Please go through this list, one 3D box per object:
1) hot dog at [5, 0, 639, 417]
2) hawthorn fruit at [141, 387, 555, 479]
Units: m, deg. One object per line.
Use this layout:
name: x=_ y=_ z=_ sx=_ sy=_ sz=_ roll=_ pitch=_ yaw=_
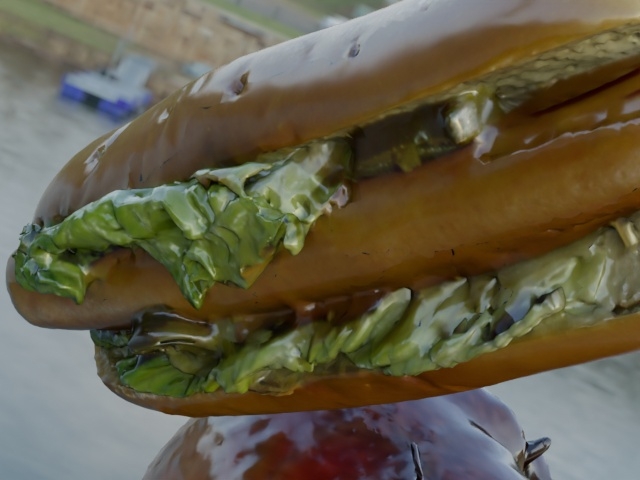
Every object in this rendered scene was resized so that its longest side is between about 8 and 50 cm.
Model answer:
hot dog: x=0.000 y=0.000 z=0.541 sx=0.337 sy=0.135 sz=0.100 roll=-15 pitch=20 yaw=43
hawthorn fruit: x=0.005 y=0.238 z=0.733 sx=0.284 sy=0.369 sz=0.285 roll=30 pitch=2 yaw=-1
